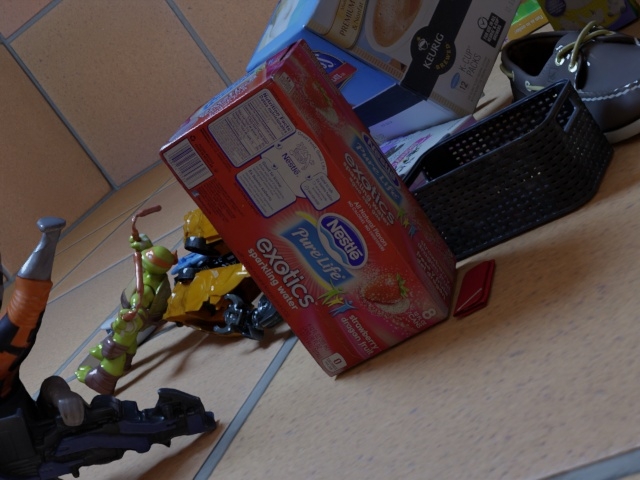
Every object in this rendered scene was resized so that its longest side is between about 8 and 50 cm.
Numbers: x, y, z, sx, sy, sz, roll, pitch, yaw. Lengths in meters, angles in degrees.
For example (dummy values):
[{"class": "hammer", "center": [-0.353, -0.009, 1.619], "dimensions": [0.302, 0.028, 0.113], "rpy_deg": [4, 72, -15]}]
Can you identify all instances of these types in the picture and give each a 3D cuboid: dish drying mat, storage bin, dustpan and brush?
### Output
[{"class": "dish drying mat", "center": [0.131, 0.040, 0.941], "dimensions": [0.032, 0.008, 0.083], "rpy_deg": [-31, 14, 24]}, {"class": "storage bin", "center": [0.170, -0.062, 1.041], "dimensions": [0.180, 0.084, 0.122], "rpy_deg": [-27, 15, 37]}, {"class": "dustpan and brush", "center": [-0.270, 0.116, 1.589], "dimensions": [0.211, 0.060, 0.147], "rpy_deg": [-21, 19, 48]}]

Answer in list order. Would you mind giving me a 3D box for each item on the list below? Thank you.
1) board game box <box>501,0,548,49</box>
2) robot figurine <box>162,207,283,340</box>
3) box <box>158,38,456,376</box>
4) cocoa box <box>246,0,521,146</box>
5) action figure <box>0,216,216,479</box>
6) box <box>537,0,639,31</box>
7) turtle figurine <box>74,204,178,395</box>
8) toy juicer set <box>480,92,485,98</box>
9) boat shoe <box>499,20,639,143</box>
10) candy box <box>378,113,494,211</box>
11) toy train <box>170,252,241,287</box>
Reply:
[{"class": "board game box", "center": [0.370, -0.385, 1.805], "dimensions": [0.259, 0.039, 0.124], "rpy_deg": [-31, 14, 30]}, {"class": "robot figurine", "center": [-0.080, 0.019, 1.273], "dimensions": [0.291, 0.085, 0.211], "rpy_deg": [-12, 64, 54]}, {"class": "box", "center": [-0.003, -0.028, 0.967], "dimensions": [0.128, 0.257, 0.122], "rpy_deg": [-30, 16, 24]}, {"class": "cocoa box", "center": [0.101, -0.320, 1.355], "dimensions": [0.347, 0.228, 0.231], "rpy_deg": [-66, 17, -13]}, {"class": "action figure", "center": [-0.282, 0.134, 1.082], "dimensions": [0.342, 0.330, 0.178], "rpy_deg": [-6, 16, -9]}, {"class": "box", "center": [0.326, -0.345, 1.436], "dimensions": [0.105, 0.179, 0.043], "rpy_deg": [-28, 8, 32]}, {"class": "turtle figurine", "center": [-0.235, 0.080, 1.426], "dimensions": [0.217, 0.087, 0.269], "rpy_deg": [-62, 18, 23]}, {"class": "toy juicer set", "center": [0.094, -0.183, 1.663], "dimensions": [0.209, 0.089, 0.329], "rpy_deg": [-37, 13, -7]}, {"class": "boat shoe", "center": [0.271, -0.169, 1.133], "dimensions": [0.117, 0.096, 0.324], "rpy_deg": [-36, 13, -3]}, {"class": "candy box", "center": [0.087, -0.058, 1.267], "dimensions": [0.165, 0.070, 0.196], "rpy_deg": [-40, 13, -23]}, {"class": "toy train", "center": [-0.124, 0.028, 1.499], "dimensions": [0.184, 0.080, 0.105], "rpy_deg": [-23, 12, 44]}]
